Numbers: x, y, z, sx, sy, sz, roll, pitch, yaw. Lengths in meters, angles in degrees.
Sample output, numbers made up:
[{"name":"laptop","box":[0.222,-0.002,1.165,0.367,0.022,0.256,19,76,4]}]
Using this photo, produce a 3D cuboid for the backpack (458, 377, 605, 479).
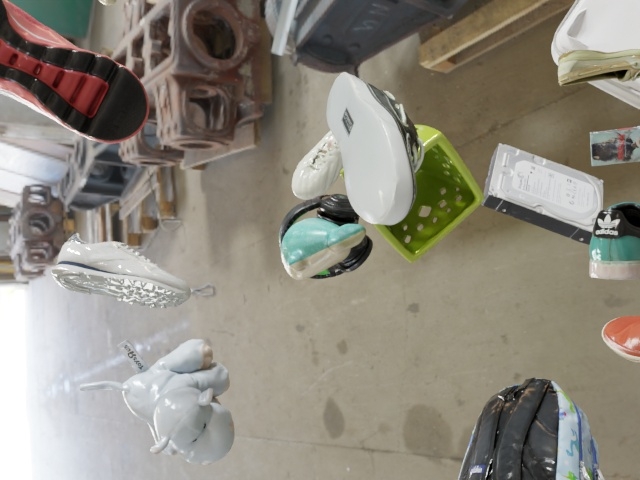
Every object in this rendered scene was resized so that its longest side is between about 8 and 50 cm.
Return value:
[{"name":"backpack","box":[0.440,0.466,1.116,0.290,0.273,0.356,-41,24,43]}]

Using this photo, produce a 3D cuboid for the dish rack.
[{"name":"dish rack","box":[0.564,-0.399,0.856,0.285,0.072,0.333,46,118,32]}]

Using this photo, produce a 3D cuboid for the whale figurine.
[{"name":"whale figurine","box":[0.000,0.000,1.317,0.141,0.216,0.272,63,152,2]}]

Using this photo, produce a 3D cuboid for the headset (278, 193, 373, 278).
[{"name":"headset","box":[0.078,-0.019,1.508,0.185,0.394,0.243,-117,7,-63]}]

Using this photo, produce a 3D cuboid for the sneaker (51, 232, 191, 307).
[{"name":"sneaker","box":[-0.341,0.052,0.938,0.090,0.235,0.095,122,161,-46]}]

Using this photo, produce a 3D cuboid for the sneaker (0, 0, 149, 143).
[{"name":"sneaker","box":[-0.357,-0.208,0.599,0.136,0.313,0.116,21,81,58]}]

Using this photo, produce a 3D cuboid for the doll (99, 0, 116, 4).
[{"name":"doll","box":[-0.372,-0.492,0.928,0.189,0.129,0.046,-52,53,56]}]

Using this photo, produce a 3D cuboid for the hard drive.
[{"name":"hard drive","box":[0.668,-0.145,1.581,0.064,0.338,0.237,104,-170,-54]}]

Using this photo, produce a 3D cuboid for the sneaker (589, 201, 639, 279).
[{"name":"sneaker","box":[0.558,-0.008,0.915,0.108,0.302,0.121,4,97,47]}]

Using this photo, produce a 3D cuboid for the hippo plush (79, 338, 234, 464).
[{"name":"hippo plush","box":[-0.270,0.319,1.078,0.236,0.234,0.294,2,136,53]}]

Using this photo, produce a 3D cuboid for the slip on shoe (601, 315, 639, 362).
[{"name":"slip on shoe","box":[0.667,0.175,1.013,0.101,0.123,0.331,52,171,-3]}]

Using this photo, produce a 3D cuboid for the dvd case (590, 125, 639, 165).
[{"name":"dvd case","box":[0.698,-0.220,1.236,0.119,0.013,0.087,-3,124,26]}]

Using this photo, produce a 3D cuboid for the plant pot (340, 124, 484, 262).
[{"name":"plant pot","box":[0.190,-0.129,1.194,0.228,0.227,0.207,-41,35,7]}]

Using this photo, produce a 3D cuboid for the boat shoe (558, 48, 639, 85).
[{"name":"boat shoe","box":[0.429,-0.249,0.778,0.056,0.153,0.048,54,-140,-86]}]

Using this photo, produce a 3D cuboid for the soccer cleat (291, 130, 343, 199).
[{"name":"soccer cleat","box":[0.022,-0.147,0.854,0.068,0.196,0.076,38,159,11]}]

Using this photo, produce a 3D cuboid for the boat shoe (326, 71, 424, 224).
[{"name":"boat shoe","box":[0.060,-0.092,0.494,0.219,0.070,0.078,-101,28,-47]}]
